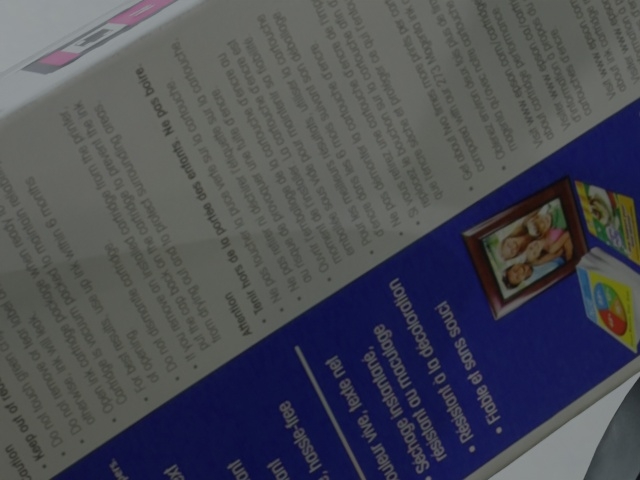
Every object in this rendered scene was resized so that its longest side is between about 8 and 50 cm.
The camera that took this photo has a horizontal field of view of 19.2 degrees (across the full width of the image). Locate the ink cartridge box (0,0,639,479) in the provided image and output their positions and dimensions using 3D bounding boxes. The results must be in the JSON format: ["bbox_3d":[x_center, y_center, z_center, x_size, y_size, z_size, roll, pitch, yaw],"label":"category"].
[{"bbox_3d":[0.000,0.000,0.566,0.371,0.069,0.176,-33,-68,-20],"label":"ink cartridge box"}]

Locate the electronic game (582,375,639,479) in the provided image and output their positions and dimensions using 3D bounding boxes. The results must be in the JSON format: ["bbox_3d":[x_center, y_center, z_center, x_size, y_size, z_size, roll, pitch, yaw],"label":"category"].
[{"bbox_3d":[0.152,0.106,0.420,0.048,0.229,0.229,1,-73,-51],"label":"electronic game"}]
